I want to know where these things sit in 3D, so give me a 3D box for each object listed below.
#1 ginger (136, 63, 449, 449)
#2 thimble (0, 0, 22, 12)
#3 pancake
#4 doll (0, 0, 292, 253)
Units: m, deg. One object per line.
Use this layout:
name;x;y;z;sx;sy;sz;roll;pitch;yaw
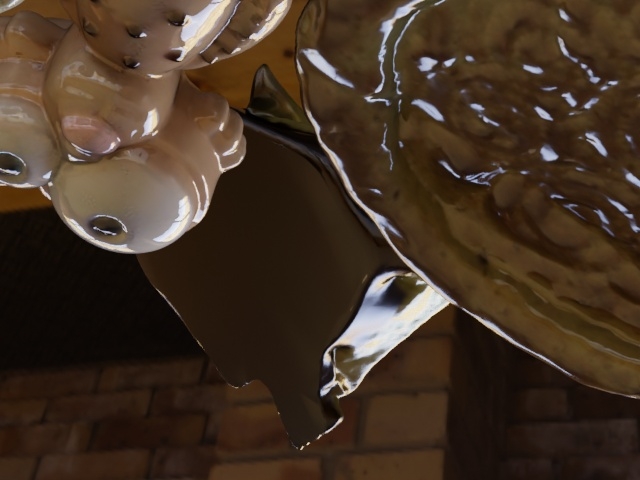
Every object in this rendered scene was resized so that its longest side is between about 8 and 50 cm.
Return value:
ginger;0.000;0.000;1.202;0.413;0.211;0.359;31;129;30
thimble;-0.544;-0.470;1.733;0.291;0.195;0.292;-4;116;-7
pancake;0.112;-0.027;0.374;0.250;0.031;0.250;15;141;12
doll;-0.098;-0.103;0.572;0.154;0.119;0.278;17;139;-6
